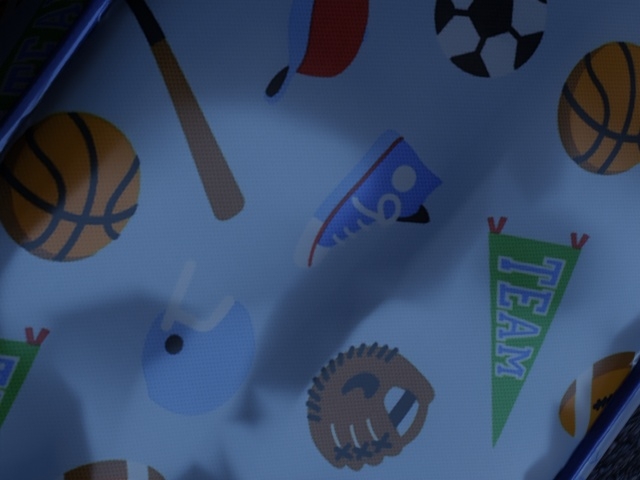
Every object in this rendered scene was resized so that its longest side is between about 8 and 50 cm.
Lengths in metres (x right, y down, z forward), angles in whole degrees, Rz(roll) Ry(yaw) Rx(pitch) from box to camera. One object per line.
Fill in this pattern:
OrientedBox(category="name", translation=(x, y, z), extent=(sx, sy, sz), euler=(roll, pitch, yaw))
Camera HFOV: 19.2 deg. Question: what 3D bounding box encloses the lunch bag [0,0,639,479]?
OrientedBox(category="lunch bag", translation=(0.000, 0.000, 0.571), extent=(0.303, 0.243, 0.115), euler=(-52, -155, -6))
